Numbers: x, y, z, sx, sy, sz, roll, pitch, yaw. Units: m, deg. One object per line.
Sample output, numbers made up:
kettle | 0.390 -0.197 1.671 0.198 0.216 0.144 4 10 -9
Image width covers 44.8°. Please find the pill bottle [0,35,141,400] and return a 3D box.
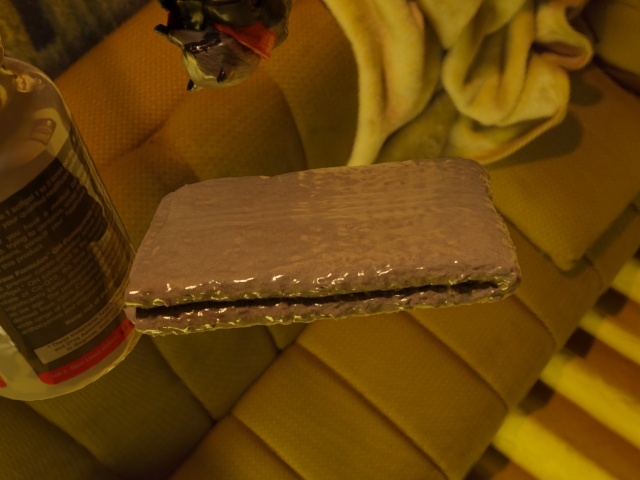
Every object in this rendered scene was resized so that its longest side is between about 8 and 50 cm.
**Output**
pill bottle | -0.261 -0.030 0.608 0.176 0.176 0.318 -42 143 -27

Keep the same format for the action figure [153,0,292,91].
action figure | -0.097 -0.313 0.768 0.341 0.179 0.330 -1 100 -64

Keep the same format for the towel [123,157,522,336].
towel | 0.000 0.000 0.599 0.187 0.282 0.049 -86 170 -60
